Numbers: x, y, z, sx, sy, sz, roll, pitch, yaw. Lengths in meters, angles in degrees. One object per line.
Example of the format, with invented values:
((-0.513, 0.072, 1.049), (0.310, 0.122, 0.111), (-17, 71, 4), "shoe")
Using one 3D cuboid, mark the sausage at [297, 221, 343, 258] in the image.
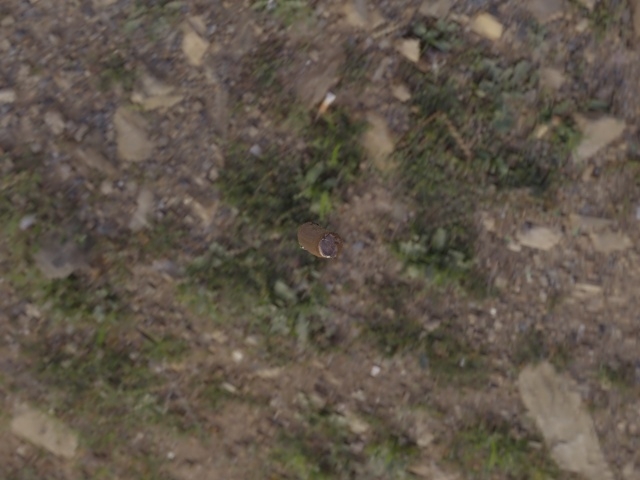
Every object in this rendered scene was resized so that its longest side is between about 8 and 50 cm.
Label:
((0.000, 0.000, 1.037), (0.026, 0.116, 0.026), (-1, 94, -9), "sausage")
